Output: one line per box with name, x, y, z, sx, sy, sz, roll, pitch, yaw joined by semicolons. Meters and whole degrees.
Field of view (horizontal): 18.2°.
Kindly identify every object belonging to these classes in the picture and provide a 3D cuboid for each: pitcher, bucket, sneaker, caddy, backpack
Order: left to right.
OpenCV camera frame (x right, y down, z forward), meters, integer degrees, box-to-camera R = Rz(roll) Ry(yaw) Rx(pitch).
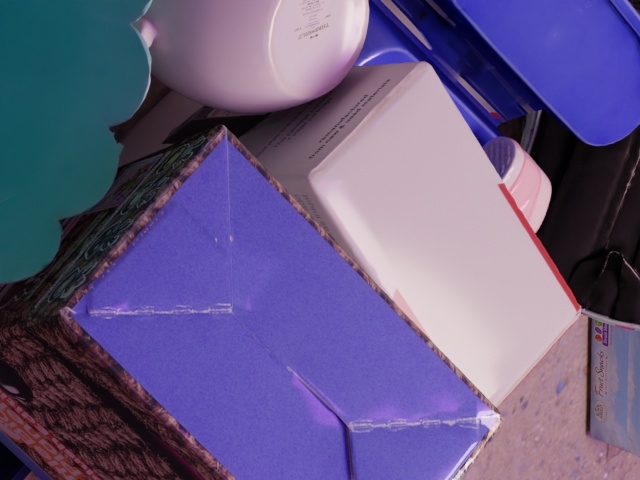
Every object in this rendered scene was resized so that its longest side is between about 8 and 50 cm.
bucket;-0.243;-0.106;1.028;0.281;0.183;0.281;-25;125;-41
pitcher;-0.092;-0.139;1.176;0.178;0.207;0.125;-30;128;-38
caddy;0.080;-0.146;1.412;0.241;0.179;0.341;-43;142;7
sneaker;0.109;-0.005;1.389;0.134;0.051;0.070;-51;136;8
backpack;0.268;-0.057;1.635;0.191;0.225;0.253;-16;124;-81

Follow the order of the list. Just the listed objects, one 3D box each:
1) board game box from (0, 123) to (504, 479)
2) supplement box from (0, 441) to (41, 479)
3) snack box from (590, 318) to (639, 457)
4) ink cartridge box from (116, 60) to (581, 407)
board game box;-0.077;0.083;1.168;0.232;0.291;0.141;46;66;-13
supplement box;-0.188;0.153;1.320;0.083;0.056;0.083;-50;139;-23
snack box;0.344;0.084;1.921;0.207;0.070;0.174;-28;127;-39
ink cartridge box;0.000;0.000;1.263;0.114;0.273;0.197;-45;115;-24
